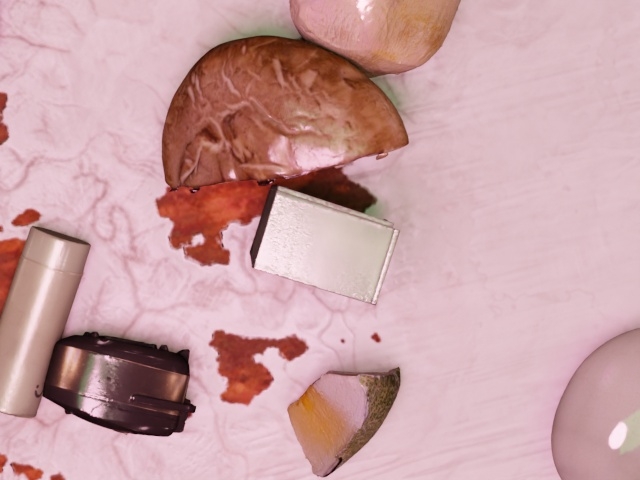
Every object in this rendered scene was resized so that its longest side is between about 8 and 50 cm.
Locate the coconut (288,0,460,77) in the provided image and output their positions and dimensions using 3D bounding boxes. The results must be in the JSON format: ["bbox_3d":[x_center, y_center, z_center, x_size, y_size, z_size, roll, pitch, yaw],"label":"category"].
[{"bbox_3d":[0.056,-0.260,1.491,0.194,0.194,0.194,0,93,-3],"label":"coconut"}]

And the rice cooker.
[{"bbox_3d":[-0.217,0.156,1.525,0.165,0.112,0.106,8,84,-21],"label":"rice cooker"}]

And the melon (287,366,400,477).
[{"bbox_3d":[0.038,0.173,1.553,0.139,0.202,0.093,-32,73,-35],"label":"melon"}]

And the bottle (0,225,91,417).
[{"bbox_3d":[-0.315,0.089,1.540,0.072,0.072,0.201,19,92,-4],"label":"bottle"}]

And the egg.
[{"bbox_3d":[0.338,0.196,1.544,0.151,0.151,0.209,23,91,-4],"label":"egg"}]

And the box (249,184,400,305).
[{"bbox_3d":[0.000,0.000,1.477,0.129,0.225,0.086,17,91,-5],"label":"box"}]

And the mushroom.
[{"bbox_3d":[-0.053,-0.141,1.477,0.286,0.156,0.151,-6,102,26],"label":"mushroom"}]
